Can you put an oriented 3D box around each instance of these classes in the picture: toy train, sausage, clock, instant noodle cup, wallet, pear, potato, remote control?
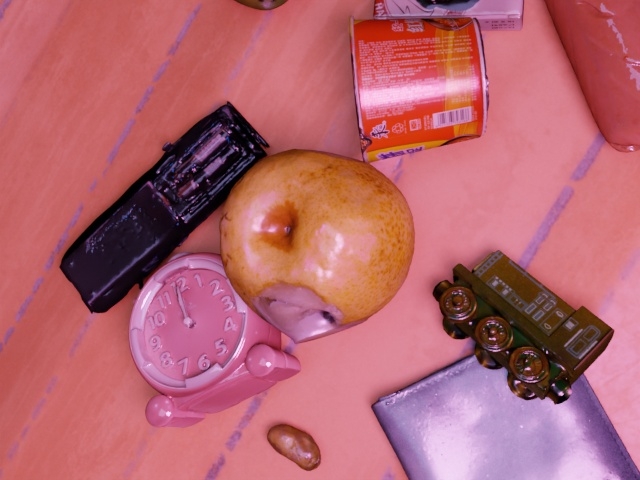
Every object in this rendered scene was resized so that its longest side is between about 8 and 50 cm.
[{"bbox_3d":[0.259,0.108,0.959,0.137,0.090,0.225,-41,61,-11],"label":"toy train"},{"bbox_3d":[0.390,-0.265,0.963,0.121,0.121,0.305,-20,78,13],"label":"sausage"},{"bbox_3d":[-0.169,0.131,1.084,0.227,0.142,0.241,-28,68,11],"label":"clock"},{"bbox_3d":[0.135,-0.213,0.998,0.174,0.213,0.214,-5,83,7],"label":"instant noodle cup"},{"bbox_3d":[0.245,0.275,0.987,0.290,0.054,0.252,-30,77,11],"label":"wallet"},{"bbox_3d":[0.000,0.000,0.977,0.270,0.271,0.272,-2,84,16],"label":"pear"},{"bbox_3d":[-0.036,0.302,1.069,0.092,0.045,0.046,29,56,19],"label":"potato"},{"bbox_3d":[-0.257,-0.048,1.156,0.399,0.062,0.145,-43,76,8],"label":"remote control"}]

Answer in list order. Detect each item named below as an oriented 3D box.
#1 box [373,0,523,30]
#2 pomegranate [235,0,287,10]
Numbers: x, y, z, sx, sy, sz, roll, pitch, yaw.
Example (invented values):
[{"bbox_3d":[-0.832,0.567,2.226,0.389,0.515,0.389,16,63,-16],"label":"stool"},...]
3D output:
[{"bbox_3d":[0.201,-0.488,1.071,0.214,0.069,0.354,4,88,16],"label":"box"},{"bbox_3d":[-0.101,-0.441,1.075,0.179,0.210,0.180,0,96,5],"label":"pomegranate"}]
